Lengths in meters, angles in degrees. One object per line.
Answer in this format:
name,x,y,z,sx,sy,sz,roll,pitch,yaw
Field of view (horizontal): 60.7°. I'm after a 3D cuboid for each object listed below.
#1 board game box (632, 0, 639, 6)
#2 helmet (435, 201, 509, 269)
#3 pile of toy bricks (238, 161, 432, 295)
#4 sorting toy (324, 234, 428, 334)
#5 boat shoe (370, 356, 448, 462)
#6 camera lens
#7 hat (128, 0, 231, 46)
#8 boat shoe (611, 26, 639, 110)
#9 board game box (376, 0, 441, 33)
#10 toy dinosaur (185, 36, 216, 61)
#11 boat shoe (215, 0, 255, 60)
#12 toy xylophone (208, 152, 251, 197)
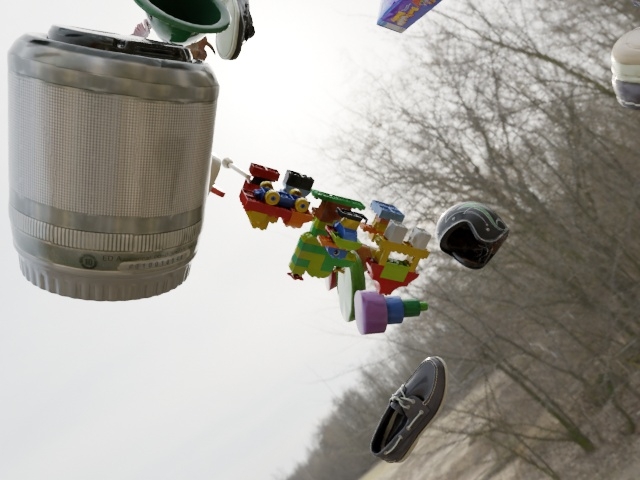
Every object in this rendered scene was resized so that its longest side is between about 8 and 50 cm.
board game box,0.478,-0.441,0.705,0.165,0.042,0.243,-11,-53,-54
helmet,0.389,-0.023,1.430,0.169,0.161,0.169,-41,-25,-24
pile of toy bricks,0.000,0.000,0.594,0.212,0.118,0.105,14,-70,-24
sorting toy,0.091,0.064,0.950,0.126,0.127,0.365,-3,15,-10
boat shoe,0.151,0.291,0.942,0.065,0.075,0.206,21,-81,-36
camera lens,-0.238,-0.094,0.637,0.219,0.219,0.274,-15,-58,-53
hat,-0.271,-0.355,0.983,0.173,0.208,0.183,11,-46,-23
boat shoe,0.304,-0.122,0.406,0.285,0.103,0.092,-25,-60,-37
board game box,0.245,-0.718,1.323,0.233,0.078,0.347,180,102,-71
toy dinosaur,-0.349,-0.346,1.320,0.200,0.127,0.296,-21,-28,-42
boat shoe,-0.256,-0.673,1.701,0.113,0.340,0.127,18,-45,-38
toy xylophone,-0.278,-0.173,1.154,0.081,0.236,0.323,-59,24,6
